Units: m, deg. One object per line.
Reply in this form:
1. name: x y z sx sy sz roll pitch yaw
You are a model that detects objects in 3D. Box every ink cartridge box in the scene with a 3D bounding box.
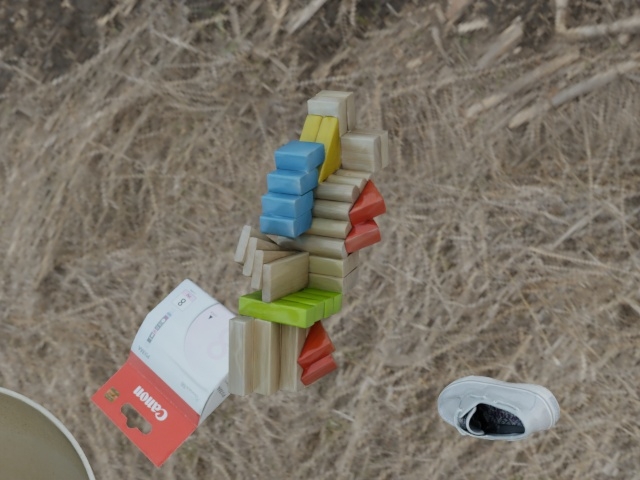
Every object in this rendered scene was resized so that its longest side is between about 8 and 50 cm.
1. ink cartridge box: -0.217 0.189 1.421 0.232 0.066 0.189 -42 52 -19

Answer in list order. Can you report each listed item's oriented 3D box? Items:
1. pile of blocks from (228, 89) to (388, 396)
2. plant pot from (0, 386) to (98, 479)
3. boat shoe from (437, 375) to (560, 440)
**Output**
1. pile of blocks: 0.000 0.000 1.038 0.112 0.149 0.362 8 79 27
2. plant pot: -0.281 0.278 0.729 0.284 0.191 0.284 -3 54 4
3. boat shoe: 0.187 0.199 1.090 0.184 0.063 0.066 -1 107 55
